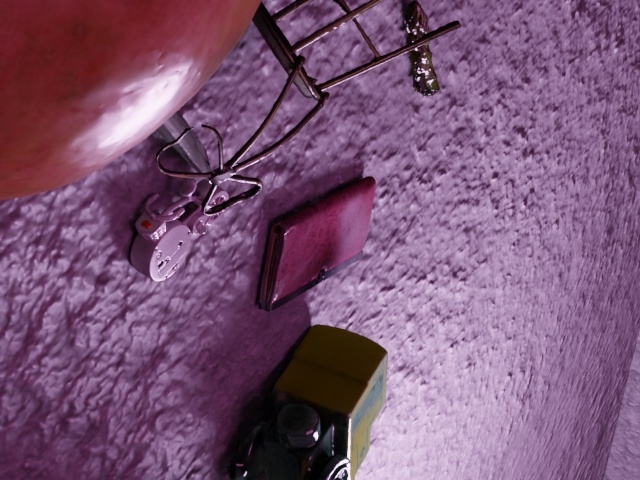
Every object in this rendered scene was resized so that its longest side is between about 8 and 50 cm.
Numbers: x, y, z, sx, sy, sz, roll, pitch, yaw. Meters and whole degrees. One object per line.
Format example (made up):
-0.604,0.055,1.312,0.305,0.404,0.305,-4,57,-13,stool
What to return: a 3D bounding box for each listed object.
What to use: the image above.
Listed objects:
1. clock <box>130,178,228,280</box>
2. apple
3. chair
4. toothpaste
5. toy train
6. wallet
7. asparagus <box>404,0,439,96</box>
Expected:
-0.143,-0.019,1.463,0.129,0.041,0.087,-46,151,-30,clock
-0.196,-0.205,0.840,0.364,0.364,0.364,-44,146,-41,apple
-0.035,-0.191,1.414,0.326,0.170,0.160,-34,157,2,chair
-0.145,-0.113,1.389,0.197,0.029,0.048,52,19,-61,toothpaste
-0.006,0.318,1.903,0.237,0.150,0.369,-53,153,-42,toy train
0.000,0.000,1.784,0.232,0.025,0.119,-29,134,-55,wallet
0.127,-0.244,1.827,0.030,0.036,0.165,-40,148,-19,asparagus
